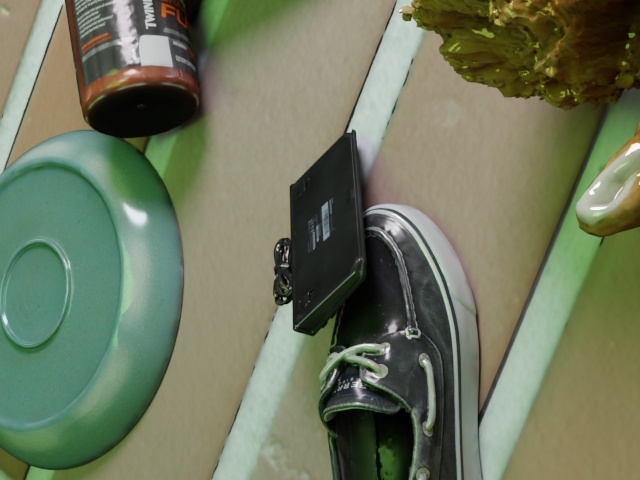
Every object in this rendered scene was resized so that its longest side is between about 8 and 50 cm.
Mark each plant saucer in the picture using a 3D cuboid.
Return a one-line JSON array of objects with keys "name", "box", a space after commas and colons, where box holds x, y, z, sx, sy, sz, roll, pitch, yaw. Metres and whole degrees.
[{"name": "plant saucer", "box": [-0.250, 0.050, 1.527, 0.317, 0.043, 0.318, -10, 75, 40]}]

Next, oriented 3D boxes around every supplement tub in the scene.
[{"name": "supplement tub", "box": [-0.170, -0.197, 1.458, 0.106, 0.106, 0.198, -28, 64, 35]}]

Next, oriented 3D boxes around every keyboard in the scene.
[{"name": "keyboard", "box": [0.000, 0.000, 1.272, 0.108, 0.023, 0.180, -44, 27, 27]}]

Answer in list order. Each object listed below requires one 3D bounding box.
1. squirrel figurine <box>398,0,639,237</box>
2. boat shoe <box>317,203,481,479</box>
[{"name": "squirrel figurine", "box": [0.238, -0.174, 1.026, 0.397, 0.281, 0.370, 8, 98, 57]}, {"name": "boat shoe", "box": [0.046, 0.113, 1.205, 0.108, 0.102, 0.301, -15, 71, 39]}]
